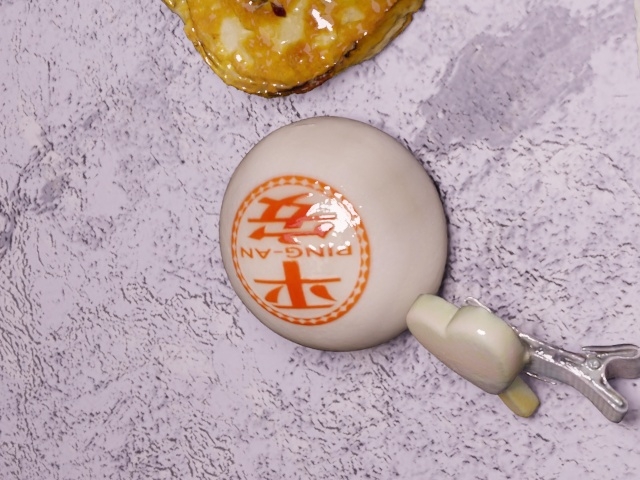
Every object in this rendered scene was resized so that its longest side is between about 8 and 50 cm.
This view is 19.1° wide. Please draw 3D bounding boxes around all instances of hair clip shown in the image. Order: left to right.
[{"bbox_3d":[0.181,0.109,1.744,0.218,0.071,0.159,21,154,11],"label":"hair clip"}]

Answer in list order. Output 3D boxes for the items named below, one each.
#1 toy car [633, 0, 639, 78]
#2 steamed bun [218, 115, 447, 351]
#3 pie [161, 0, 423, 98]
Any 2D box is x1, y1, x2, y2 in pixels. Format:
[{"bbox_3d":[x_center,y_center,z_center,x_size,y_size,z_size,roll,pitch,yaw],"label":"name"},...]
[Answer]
[{"bbox_3d":[0.379,-0.176,1.507,0.235,0.158,0.172,3,110,31],"label":"toy car"},{"bbox_3d":[0.000,0.000,1.805,0.232,0.145,0.232,10,108,30],"label":"steamed bun"},{"bbox_3d":[-0.026,-0.289,1.780,0.315,0.092,0.315,9,110,25],"label":"pie"}]
